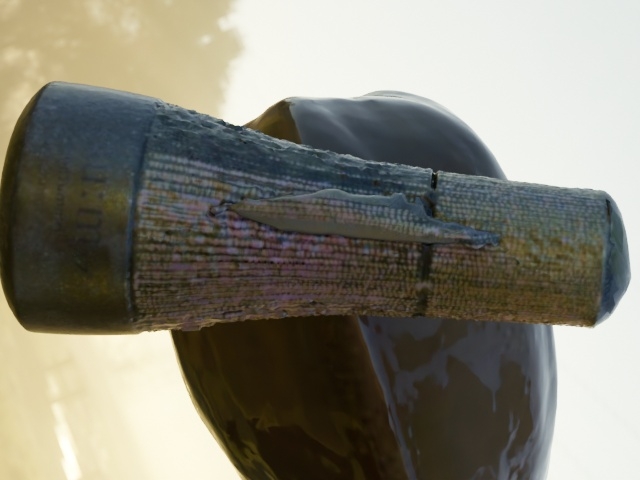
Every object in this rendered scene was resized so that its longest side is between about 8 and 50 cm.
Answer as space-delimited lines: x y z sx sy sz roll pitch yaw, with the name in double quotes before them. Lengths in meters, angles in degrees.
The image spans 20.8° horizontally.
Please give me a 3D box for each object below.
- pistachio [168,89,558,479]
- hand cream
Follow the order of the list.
"pistachio" 0.025 0.061 0.742 0.213 0.162 0.261 -61 133 -77
"hand cream" 0.000 0.000 0.568 0.084 0.203 0.084 7 90 -86
